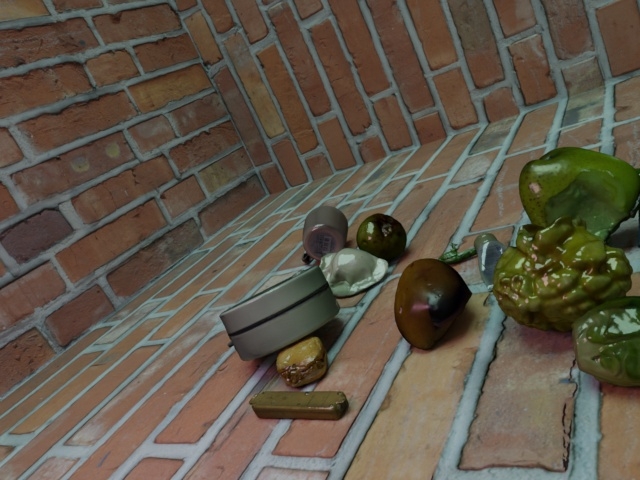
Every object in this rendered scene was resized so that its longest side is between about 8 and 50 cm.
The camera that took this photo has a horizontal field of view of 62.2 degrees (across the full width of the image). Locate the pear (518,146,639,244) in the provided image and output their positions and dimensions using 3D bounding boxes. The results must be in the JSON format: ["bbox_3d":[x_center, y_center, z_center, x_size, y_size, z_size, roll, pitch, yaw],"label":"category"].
[{"bbox_3d":[0.634,-0.120,1.339,0.292,0.292,0.159,-20,10,16],"label":"pear"}]

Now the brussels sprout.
[{"bbox_3d":[0.541,0.174,0.932,0.180,0.144,0.161,-1,61,29],"label":"brussels sprout"}]

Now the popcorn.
[{"bbox_3d":[0.496,0.075,1.116,0.258,0.224,0.270,-59,34,16],"label":"popcorn"}]

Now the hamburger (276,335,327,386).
[{"bbox_3d":[-0.050,0.325,1.423,0.138,0.083,0.147,-19,19,7],"label":"hamburger"}]

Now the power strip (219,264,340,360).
[{"bbox_3d":[-0.131,0.217,1.587,0.357,0.161,0.357,-27,0,0],"label":"power strip"}]

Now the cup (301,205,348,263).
[{"bbox_3d":[0.000,0.000,2.219,0.253,0.191,0.200,-51,11,21],"label":"cup"}]

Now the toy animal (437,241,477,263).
[{"bbox_3d":[0.444,0.034,1.659,0.217,0.041,0.075,-20,36,13],"label":"toy animal"}]

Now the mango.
[{"bbox_3d":[0.284,0.146,1.367,0.201,0.153,0.287,-13,20,9],"label":"mango"}]

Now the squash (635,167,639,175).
[{"bbox_3d":[0.841,-0.158,1.584,0.101,0.101,0.378,-36,18,-33],"label":"squash"}]

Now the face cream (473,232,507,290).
[{"bbox_3d":[0.497,0.063,1.497,0.114,0.070,0.224,-23,29,10],"label":"face cream"}]

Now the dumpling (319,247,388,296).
[{"bbox_3d":[0.104,0.116,1.819,0.252,0.131,0.179,6,50,23],"label":"dumpling"}]

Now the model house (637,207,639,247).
[{"bbox_3d":[0.906,-0.116,1.135,0.339,0.297,0.360,18,35,21],"label":"model house"}]

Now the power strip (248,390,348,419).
[{"bbox_3d":[-0.059,0.398,1.283,0.305,0.044,0.064,-11,22,35],"label":"power strip"}]

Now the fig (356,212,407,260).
[{"bbox_3d":[0.213,-0.006,1.908,0.181,0.181,0.191,-29,-12,-13],"label":"fig"}]
